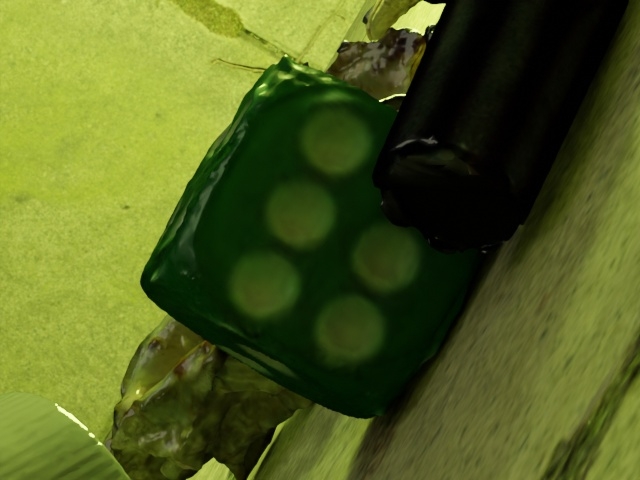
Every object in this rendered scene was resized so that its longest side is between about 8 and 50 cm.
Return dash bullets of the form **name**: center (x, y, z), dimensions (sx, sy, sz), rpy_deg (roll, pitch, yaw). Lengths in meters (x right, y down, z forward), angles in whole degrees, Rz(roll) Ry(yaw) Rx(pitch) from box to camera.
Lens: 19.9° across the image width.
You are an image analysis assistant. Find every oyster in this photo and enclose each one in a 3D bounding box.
- **oyster**: center (-0.018, 0.023, 1.114), dimensions (0.361, 0.096, 0.221), rpy_deg (-61, 10, -12)

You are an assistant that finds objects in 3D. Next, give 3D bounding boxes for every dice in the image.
- **dice**: center (0.000, 0.000, 0.840), dimensions (0.128, 0.131, 0.120), rpy_deg (-59, 5, -9)

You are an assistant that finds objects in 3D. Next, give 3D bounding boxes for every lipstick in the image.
- **lipstick**: center (0.122, -0.156, 0.860), dimensions (0.077, 0.077, 0.418), rpy_deg (-54, 8, 50)

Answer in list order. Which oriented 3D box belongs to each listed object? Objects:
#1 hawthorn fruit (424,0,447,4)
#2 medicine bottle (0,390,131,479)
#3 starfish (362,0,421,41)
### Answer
- **hawthorn fruit**: center (0.095, -0.260, 1.064), dimensions (0.250, 0.215, 0.215), rpy_deg (-53, 7, 12)
- **medicine bottle**: center (-0.268, 0.244, 0.913), dimensions (0.384, 0.224, 0.224), rpy_deg (-30, -13, -34)
- **starfish**: center (0.163, -0.345, 1.441), dimensions (0.432, 0.082, 0.324), rpy_deg (-63, 0, 28)
